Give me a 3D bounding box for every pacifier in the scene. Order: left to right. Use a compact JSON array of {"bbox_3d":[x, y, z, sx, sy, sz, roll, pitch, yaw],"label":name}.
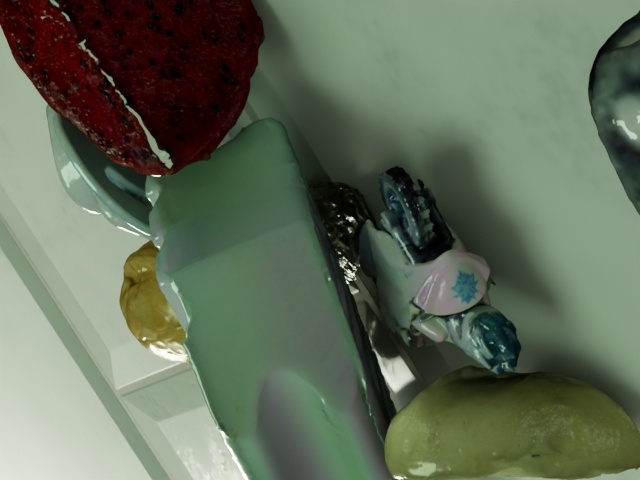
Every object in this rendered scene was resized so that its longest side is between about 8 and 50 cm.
[{"bbox_3d":[-0.174,-0.131,1.743,0.207,0.227,0.279,-39,44,21],"label":"pacifier"}]

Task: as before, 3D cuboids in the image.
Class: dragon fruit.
[{"bbox_3d":[-0.183,-0.207,1.624,0.317,0.205,0.152,56,146,2],"label":"dragon fruit"}]

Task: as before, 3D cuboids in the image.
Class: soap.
[{"bbox_3d":[-0.022,0.133,1.652,0.261,0.156,0.446,-106,-4,-51],"label":"soap"}]

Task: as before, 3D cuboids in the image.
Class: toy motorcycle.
[{"bbox_3d":[0.110,0.057,1.553,0.204,0.108,0.239,53,179,22],"label":"toy motorcycle"}]

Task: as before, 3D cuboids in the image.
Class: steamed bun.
[{"bbox_3d":[0.164,0.169,1.555,0.231,0.212,0.110,-13,78,53],"label":"steamed bun"}]

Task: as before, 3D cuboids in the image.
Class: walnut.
[{"bbox_3d":[-0.140,0.055,1.849,0.159,0.159,0.207,58,157,-5],"label":"walnut"}]

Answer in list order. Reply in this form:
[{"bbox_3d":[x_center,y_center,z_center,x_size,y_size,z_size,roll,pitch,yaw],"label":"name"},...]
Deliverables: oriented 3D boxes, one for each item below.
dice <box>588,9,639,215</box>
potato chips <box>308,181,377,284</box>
[{"bbox_3d":[0.307,-0.098,1.125,0.181,0.182,0.183,-13,110,54],"label":"dice"},{"bbox_3d":[0.000,0.000,1.749,0.209,0.026,0.142,11,130,47],"label":"potato chips"}]
